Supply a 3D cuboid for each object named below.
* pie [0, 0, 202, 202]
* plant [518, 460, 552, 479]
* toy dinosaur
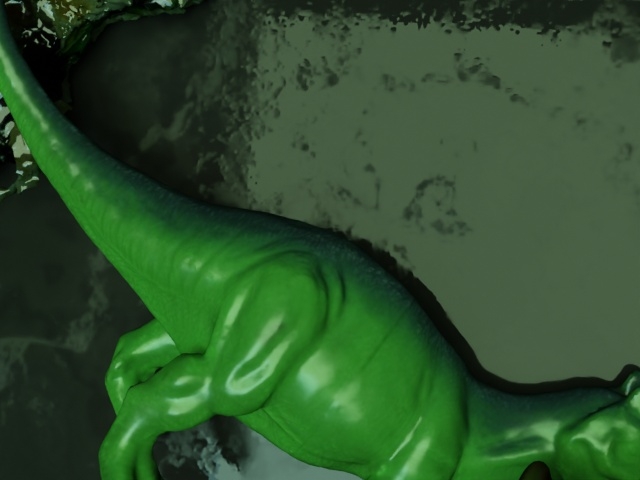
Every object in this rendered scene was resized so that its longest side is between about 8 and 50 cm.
[{"bbox_3d":[-0.222,-0.220,0.761,0.371,0.078,0.296,-45,79,8],"label":"pie"},{"bbox_3d":[0.094,0.275,0.537,0.180,0.251,0.333,43,98,0],"label":"plant"},{"bbox_3d":[0.000,0.000,0.662,0.374,0.144,0.500,-15,94,8],"label":"toy dinosaur"}]
